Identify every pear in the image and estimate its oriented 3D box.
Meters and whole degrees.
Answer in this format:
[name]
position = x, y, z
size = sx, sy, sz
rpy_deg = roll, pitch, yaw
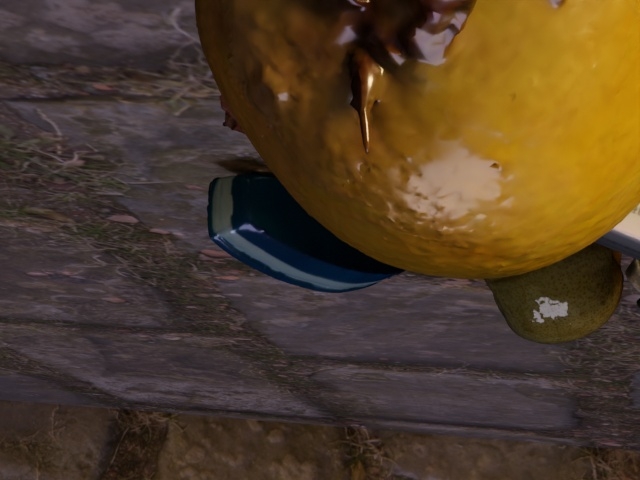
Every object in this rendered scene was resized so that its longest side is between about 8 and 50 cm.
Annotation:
[pear]
position = 0.229, 0.020, 1.208
size = 0.136, 0.167, 0.167
rpy_deg = -12, 158, 16

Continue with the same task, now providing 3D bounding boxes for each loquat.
[loquat]
position = 0.071, -0.120, 0.615
size = 0.274, 0.275, 0.275
rpy_deg = 6, 163, 2

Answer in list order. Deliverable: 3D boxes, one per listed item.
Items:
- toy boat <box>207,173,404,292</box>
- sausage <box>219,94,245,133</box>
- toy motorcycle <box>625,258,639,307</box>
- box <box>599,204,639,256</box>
[toy boat]
position = 0.000, 0.000, 1.340
size = 0.061, 0.096, 0.299
rpy_deg = -18, 154, 37
[sausage]
position = 0.060, -0.091, 1.044
size = 0.304, 0.078, 0.078
rpy_deg = 14, 162, -17
[toy motorcycle]
position = 0.451, 0.050, 1.175
size = 0.275, 0.127, 0.205
rpy_deg = 23, 116, -11
[box]
position = 0.246, -0.035, 0.869
size = 0.200, 0.106, 0.299
rpy_deg = 23, -178, 11
